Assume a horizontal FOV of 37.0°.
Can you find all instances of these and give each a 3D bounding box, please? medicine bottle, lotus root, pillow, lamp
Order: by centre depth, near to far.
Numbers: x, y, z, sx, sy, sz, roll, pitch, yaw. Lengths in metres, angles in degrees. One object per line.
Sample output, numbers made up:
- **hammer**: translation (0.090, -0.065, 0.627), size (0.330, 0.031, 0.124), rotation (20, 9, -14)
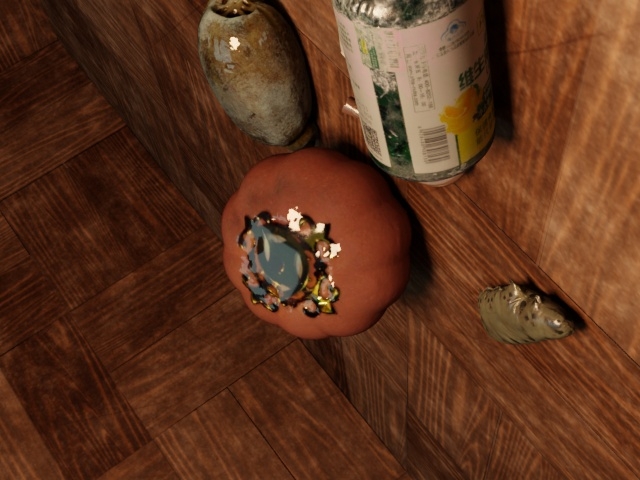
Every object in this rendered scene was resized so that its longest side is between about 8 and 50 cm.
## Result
- **medicine bottle**: translation (0.090, -0.201, 0.927), size (0.141, 0.141, 0.293), rotation (44, 162, 39)
- **pillow**: translation (0.250, 0.091, 1.232), size (0.093, 0.051, 0.241), rotation (56, 168, 1)
- **lotus root**: translation (-0.093, -0.234, 1.464), size (0.158, 0.140, 0.322), rotation (43, 163, 41)
- **lamp**: translation (0.000, 0.000, 1.468), size (0.306, 0.240, 0.305), rotation (9, 112, 22)

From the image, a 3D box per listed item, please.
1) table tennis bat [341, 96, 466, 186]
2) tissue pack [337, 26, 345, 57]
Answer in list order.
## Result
- **table tennis bat**: translation (0.127, -0.153, 1.190), size (0.170, 0.119, 0.107), rotation (30, 132, 12)
- **tissue pack**: translation (0.057, -0.245, 1.105), size (0.074, 0.059, 0.094), rotation (46, 163, 28)
